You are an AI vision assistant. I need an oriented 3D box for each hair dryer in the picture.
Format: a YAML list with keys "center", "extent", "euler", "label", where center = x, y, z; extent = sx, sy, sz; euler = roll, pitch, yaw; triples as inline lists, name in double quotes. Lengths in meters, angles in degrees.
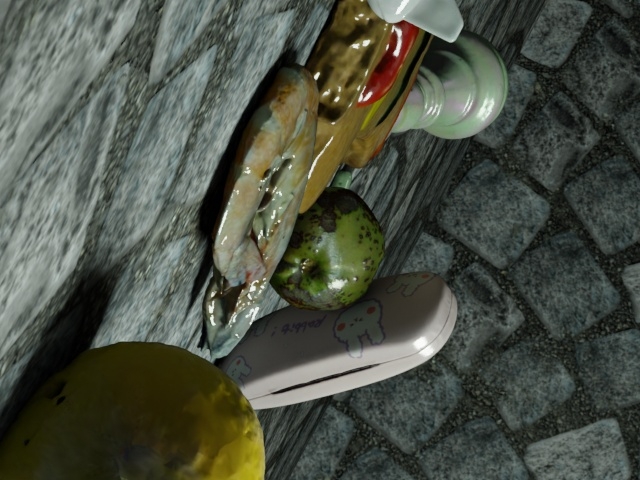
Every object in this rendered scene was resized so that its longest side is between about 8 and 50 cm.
- center: [0.018, -0.040, 2.142]
  extent: [0.071, 0.047, 0.150]
  euler: [38, 73, -82]
  label: "hair dryer"

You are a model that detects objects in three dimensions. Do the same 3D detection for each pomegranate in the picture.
- center: [-0.009, 0.002, 1.883]
  extent: [0.126, 0.163, 0.138]
  euler: [-7, 117, -34]
  label: "pomegranate"

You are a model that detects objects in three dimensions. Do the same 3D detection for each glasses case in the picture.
- center: [0.015, 0.111, 1.926]
  extent: [0.297, 0.075, 0.113]
  euler: [-19, -144, 31]
  label: "glasses case"

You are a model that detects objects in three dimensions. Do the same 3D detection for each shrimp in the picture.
- center: [-0.067, -0.012, 1.564]
  extent: [0.164, 0.062, 0.317]
  euler: [-43, 155, -58]
  label: "shrimp"

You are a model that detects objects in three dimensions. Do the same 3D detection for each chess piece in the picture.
- center: [0.120, -0.177, 2.109]
  extent: [0.272, 0.139, 0.139]
  euler: [-23, 141, -62]
  label: "chess piece"

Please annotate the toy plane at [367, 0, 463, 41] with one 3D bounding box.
- center: [0.109, -0.307, 1.476]
  extent: [0.267, 0.123, 0.267]
  euler: [25, 90, -83]
  label: "toy plane"

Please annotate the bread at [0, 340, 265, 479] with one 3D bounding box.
- center: [-0.135, 0.170, 1.274]
  extent: [0.197, 0.197, 0.170]
  euler: [-61, 180, -9]
  label: "bread"

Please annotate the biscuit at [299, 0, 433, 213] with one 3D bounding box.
- center: [0.068, -0.195, 1.784]
  extent: [0.368, 0.076, 0.394]
  euler: [-64, 173, 8]
  label: "biscuit"
